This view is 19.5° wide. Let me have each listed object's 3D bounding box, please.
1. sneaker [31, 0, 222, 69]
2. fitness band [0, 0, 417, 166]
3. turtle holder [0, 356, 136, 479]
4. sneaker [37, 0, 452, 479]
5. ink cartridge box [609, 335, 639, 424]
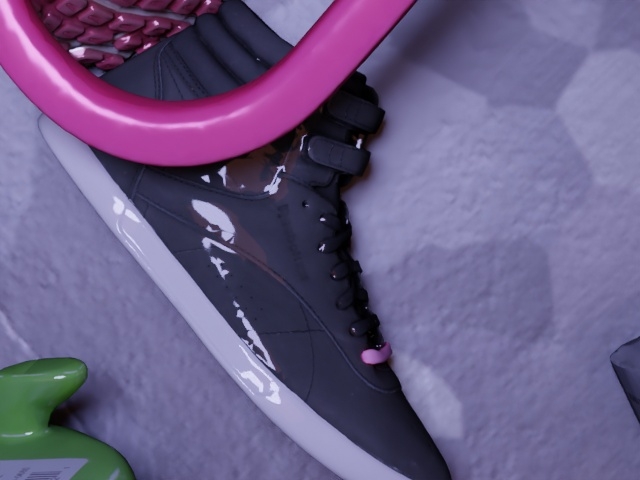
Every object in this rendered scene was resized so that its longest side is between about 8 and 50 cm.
[{"bbox_3d":[-0.072,-0.210,0.972,0.299,0.121,0.112,-46,54,11],"label":"sneaker"},{"bbox_3d":[-0.042,-0.170,0.870,0.209,0.054,0.291,40,104,-6],"label":"fitness band"},{"bbox_3d":[-0.231,0.209,0.904,0.320,0.243,0.227,-14,107,-7],"label":"turtle holder"},{"bbox_3d":[0.000,0.000,0.960,0.147,0.104,0.296,-42,84,6],"label":"sneaker"},{"bbox_3d":[0.361,0.176,0.917,0.285,0.166,0.395,-26,89,2],"label":"ink cartridge box"}]
